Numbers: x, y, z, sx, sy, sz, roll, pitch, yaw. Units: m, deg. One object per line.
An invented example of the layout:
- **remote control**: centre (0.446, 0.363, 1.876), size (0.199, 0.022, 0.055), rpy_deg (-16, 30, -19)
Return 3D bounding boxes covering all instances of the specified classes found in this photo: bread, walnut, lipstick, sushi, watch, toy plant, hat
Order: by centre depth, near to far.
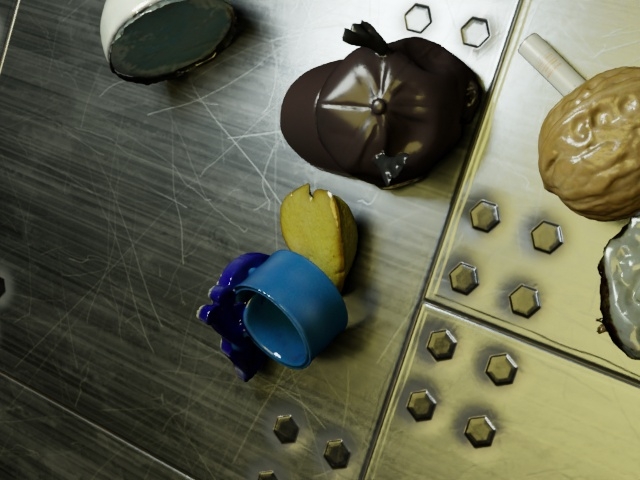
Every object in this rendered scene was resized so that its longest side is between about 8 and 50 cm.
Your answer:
- **sushi**: centre (0.520, 0.055, 1.211), size (0.348, 0.207, 0.234), rpy_deg (4, 77, 22)
- **walnut**: centre (0.388, -0.124, 1.292), size (0.213, 0.213, 0.213), rpy_deg (-2, 86, 27)
- **lipstick**: centre (0.345, -0.239, 1.403), size (0.040, 0.040, 0.141), rpy_deg (-47, 69, 18)
- **hat**: centre (0.050, -0.198, 1.462), size (0.336, 0.209, 0.238), rpy_deg (3, 92, 29)
- **watch**: centre (-0.063, 0.117, 1.522), size (0.200, 0.196, 0.171), rpy_deg (13, 55, 41)
- **bread**: centre (0.000, 0.000, 1.561), size (0.149, 0.065, 0.188), rpy_deg (9, 110, 45)
- **toy plant**: centre (-0.307, -0.459, 1.658), size (0.247, 0.247, 0.332), rpy_deg (-35, 70, 22)
